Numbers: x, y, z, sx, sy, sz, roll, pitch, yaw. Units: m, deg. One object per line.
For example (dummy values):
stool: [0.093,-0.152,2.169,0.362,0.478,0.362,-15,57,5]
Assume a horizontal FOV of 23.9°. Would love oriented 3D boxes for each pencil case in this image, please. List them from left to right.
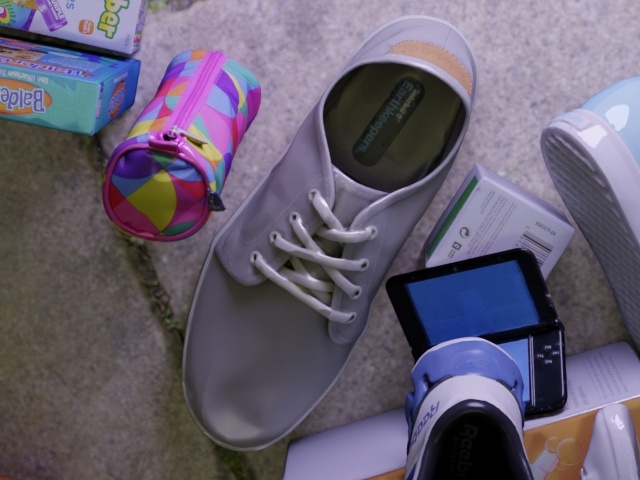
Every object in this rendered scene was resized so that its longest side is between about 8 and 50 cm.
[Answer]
pencil case: [-0.115,-0.087,1.299,0.104,0.236,0.104,3,117,5]

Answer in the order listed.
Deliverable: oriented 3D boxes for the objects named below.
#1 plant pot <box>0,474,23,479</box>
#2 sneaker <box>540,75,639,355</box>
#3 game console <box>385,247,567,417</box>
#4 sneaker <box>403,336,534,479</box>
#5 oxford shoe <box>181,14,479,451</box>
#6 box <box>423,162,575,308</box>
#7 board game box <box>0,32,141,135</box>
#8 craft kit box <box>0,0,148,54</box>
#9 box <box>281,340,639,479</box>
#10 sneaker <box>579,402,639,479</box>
plant pot: [-0.390,0.336,1.394,0.203,0.291,0.291,16,103,15]
sneaker: [0.343,0.014,1.360,0.150,0.135,0.366,-35,111,-14]
game console: [0.134,0.090,1.328,0.144,0.124,0.085,-14,145,25]
sneaker: [0.111,0.251,1.218,0.127,0.182,0.316,1,101,4]
oxford shoe: [0.000,0.000,1.371,0.169,0.130,0.449,29,103,-6]
box: [0.161,0.000,1.382,0.102,0.087,0.101,31,102,-4]
board game box: [-0.252,-0.140,1.307,0.160,0.210,0.047,11,102,1]
craft kit box: [-0.262,-0.313,1.352,0.246,0.061,0.250,11,102,-3]
box: [0.159,0.258,1.396,0.345,0.168,0.215,-18,100,6]
sneaker: [0.226,0.240,1.270,0.094,0.080,0.212,0,103,14]
